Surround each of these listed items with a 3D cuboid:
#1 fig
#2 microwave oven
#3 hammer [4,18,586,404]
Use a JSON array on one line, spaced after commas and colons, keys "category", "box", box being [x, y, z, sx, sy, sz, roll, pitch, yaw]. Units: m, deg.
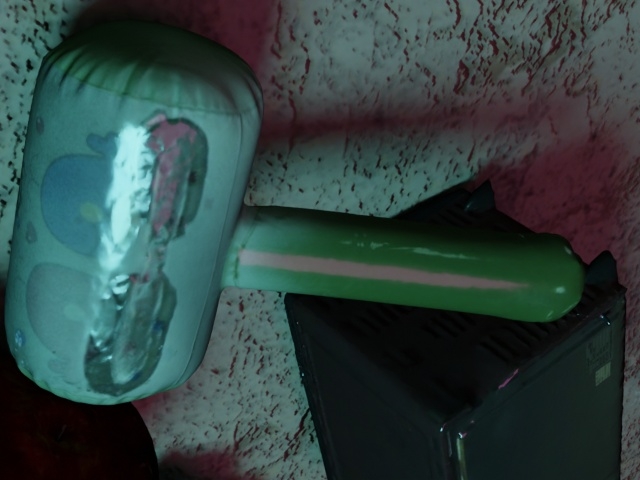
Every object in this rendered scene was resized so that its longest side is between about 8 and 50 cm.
[{"category": "fig", "box": [-0.211, 0.183, 0.642, 0.250, 0.186, 0.203, -54, 154, 22]}, {"category": "microwave oven", "box": [0.100, 0.113, 0.802, 0.178, 0.188, 0.248, -29, 132, -21]}, {"category": "hammer", "box": [0.000, 0.000, 0.631, 0.335, 0.119, 0.207, 7, 118, -19]}]
